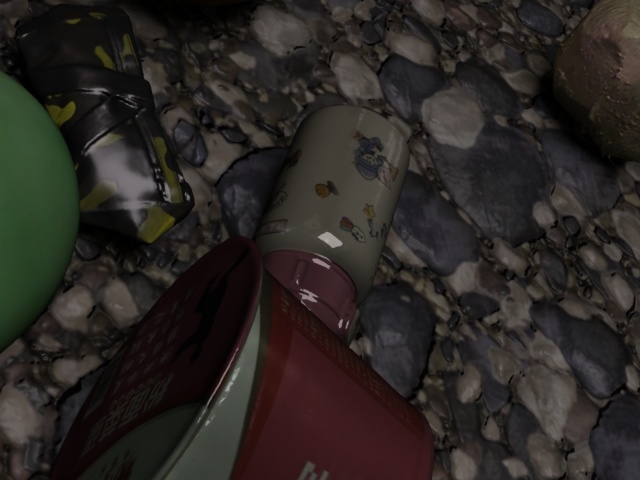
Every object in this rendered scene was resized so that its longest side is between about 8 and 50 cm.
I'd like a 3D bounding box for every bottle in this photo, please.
[{"bbox_3d":[0.000,0.000,0.878,0.110,0.110,0.233,29,51,-13],"label":"bottle"}]

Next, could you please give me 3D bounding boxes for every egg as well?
[{"bbox_3d":[-0.280,-0.009,0.642,0.269,0.220,0.220,-26,77,-27],"label":"egg"}]

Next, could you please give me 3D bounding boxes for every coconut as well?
[{"bbox_3d":[0.358,-0.194,1.158,0.194,0.194,0.194,15,56,-23],"label":"coconut"}]

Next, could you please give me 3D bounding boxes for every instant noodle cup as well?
[{"bbox_3d":[-0.048,0.141,0.701,0.178,0.235,0.235,36,50,-19],"label":"instant noodle cup"}]

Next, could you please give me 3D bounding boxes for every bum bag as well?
[{"bbox_3d":[-0.178,-0.098,0.863,0.106,0.060,0.232,-10,66,-25],"label":"bum bag"}]

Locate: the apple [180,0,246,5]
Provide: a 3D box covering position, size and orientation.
[{"bbox_3d":[-0.113,-0.333,0.956,0.261,0.194,0.261,15,58,-25],"label":"apple"}]
